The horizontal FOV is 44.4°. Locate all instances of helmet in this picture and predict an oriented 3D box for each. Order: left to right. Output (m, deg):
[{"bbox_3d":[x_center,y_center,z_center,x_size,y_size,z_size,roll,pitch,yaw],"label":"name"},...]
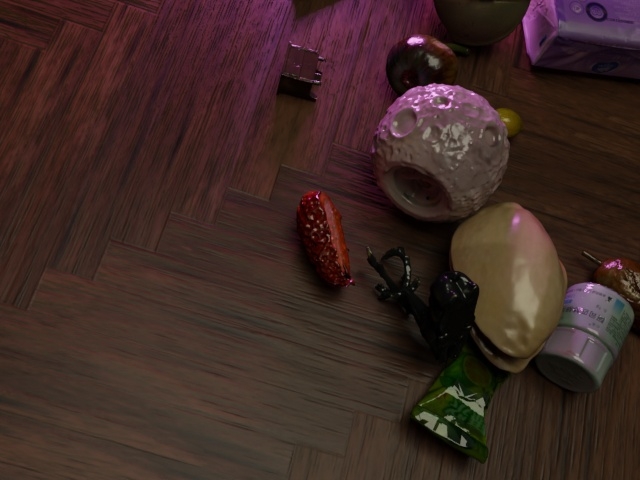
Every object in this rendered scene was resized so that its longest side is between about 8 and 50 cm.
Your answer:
[{"bbox_3d":[0.328,-0.489,1.683,0.257,0.137,0.204,6,23,7],"label":"helmet"}]

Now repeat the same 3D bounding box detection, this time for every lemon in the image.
[{"bbox_3d":[0.376,-0.241,1.622,0.092,0.065,0.065,4,66,-8],"label":"lemon"}]

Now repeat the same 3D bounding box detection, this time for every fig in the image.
[{"bbox_3d":[0.240,-0.378,1.630,0.149,0.149,0.245,42,47,8],"label":"fig"}]

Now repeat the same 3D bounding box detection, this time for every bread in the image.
[{"bbox_3d":[0.650,0.125,1.512,0.344,0.084,0.124,37,64,6],"label":"bread"}]

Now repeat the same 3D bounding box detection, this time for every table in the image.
[{"bbox_3d":[-0.036,-0.335,1.572,0.082,0.070,0.083,14,64,-5],"label":"table"}]

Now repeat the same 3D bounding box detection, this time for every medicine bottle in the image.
[{"bbox_3d":[0.479,0.177,1.426,0.135,0.135,0.168,33,66,3],"label":"medicine bottle"}]

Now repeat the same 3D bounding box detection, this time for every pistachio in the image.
[{"bbox_3d":[0.331,0.077,1.393,0.214,0.193,0.318,11,52,-5],"label":"pistachio"}]

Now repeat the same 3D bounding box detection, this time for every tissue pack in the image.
[{"bbox_3d":[0.632,-0.493,1.735,0.338,0.160,0.242,5,67,-11],"label":"tissue pack"}]

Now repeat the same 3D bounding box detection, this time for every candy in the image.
[{"bbox_3d":[0.261,0.257,1.380,0.149,0.069,0.246,31,59,4],"label":"candy"}]

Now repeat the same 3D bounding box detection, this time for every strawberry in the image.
[{"bbox_3d":[0.000,0.000,1.410,0.082,0.121,0.188,-18,73,14],"label":"strawberry"}]

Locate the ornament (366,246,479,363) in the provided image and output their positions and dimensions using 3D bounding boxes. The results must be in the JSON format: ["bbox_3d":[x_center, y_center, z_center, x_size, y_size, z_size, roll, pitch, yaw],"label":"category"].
[{"bbox_3d":[0.166,0.073,1.362,0.080,0.202,0.236,-20,49,-22],"label":"ornament"}]

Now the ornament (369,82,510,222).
[{"bbox_3d":[0.224,-0.165,1.455,0.259,0.259,0.225,34,63,4],"label":"ornament"}]
